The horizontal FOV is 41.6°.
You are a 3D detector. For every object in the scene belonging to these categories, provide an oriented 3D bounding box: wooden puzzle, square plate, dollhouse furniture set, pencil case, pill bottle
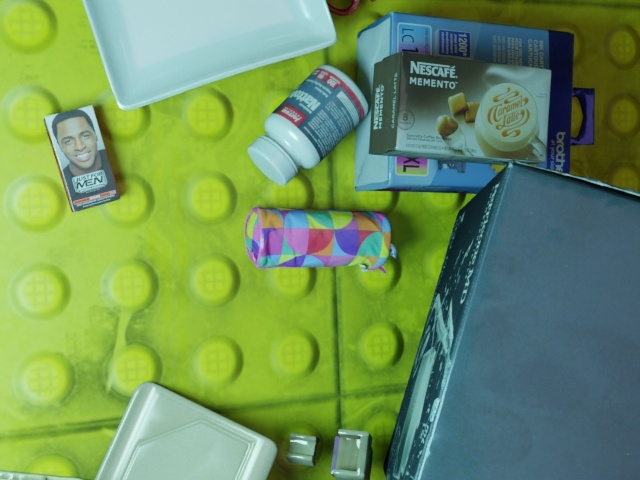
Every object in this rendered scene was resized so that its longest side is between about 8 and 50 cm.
[{"bbox_3d":[-0.205,0.352,1.239,0.239,0.044,0.221,21,83,17],"label":"wooden puzzle"},{"bbox_3d":[-0.188,-0.406,1.239,0.344,0.049,0.347,-20,98,-7],"label":"square plate"},{"bbox_3d":[-0.080,0.443,1.325,0.303,0.198,0.286,4,66,9],"label":"dollhouse furniture set"},{"bbox_3d":[0.000,0.000,1.322,0.236,0.104,0.104,3,91,-19],"label":"pencil case"},{"bbox_3d":[-0.022,-0.175,1.301,0.180,0.108,0.108,-47,106,-13],"label":"pill bottle"}]

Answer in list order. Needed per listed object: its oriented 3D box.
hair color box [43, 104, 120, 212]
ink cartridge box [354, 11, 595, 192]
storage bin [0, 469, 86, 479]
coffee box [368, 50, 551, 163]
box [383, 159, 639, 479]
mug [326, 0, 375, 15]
[{"bbox_3d":[-0.345,-0.117,1.217,0.072,0.043,0.141,-18,97,-18],"label":"hair color box"},{"bbox_3d":[0.263,-0.212,1.388,0.395,0.151,0.270,0,92,-22],"label":"ink cartridge box"},{"bbox_3d":[-0.455,0.461,1.154,0.260,0.123,0.262,11,87,-21],"label":"storage bin"},{"bbox_3d":[0.204,-0.188,1.233,0.246,0.098,0.141,3,91,-20],"label":"coffee box"},{"bbox_3d":[0.297,0.186,1.206,0.297,0.472,0.480,17,85,2],"label":"box"},{"bbox_3d":[0.031,-0.449,1.311,0.169,0.113,0.150,26,72,-16],"label":"mug"}]
